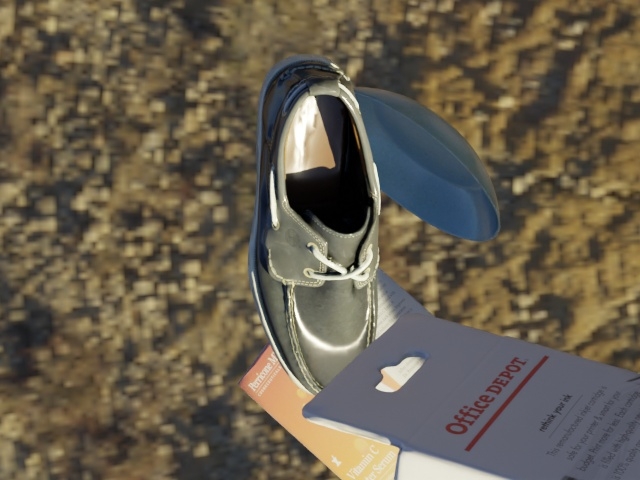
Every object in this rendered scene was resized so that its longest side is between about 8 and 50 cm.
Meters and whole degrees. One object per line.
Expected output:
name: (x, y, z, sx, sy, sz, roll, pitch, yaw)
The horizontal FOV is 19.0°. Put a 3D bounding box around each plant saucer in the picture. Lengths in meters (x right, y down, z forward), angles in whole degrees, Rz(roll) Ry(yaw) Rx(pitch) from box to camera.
plant saucer: (0.085, -0.076, 1.653, 0.195, 0.195, 0.037, 28, 70, 32)

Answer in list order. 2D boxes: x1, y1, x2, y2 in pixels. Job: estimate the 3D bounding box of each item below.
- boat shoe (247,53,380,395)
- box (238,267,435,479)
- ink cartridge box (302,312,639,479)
boat shoe: (0.000, 0.000, 1.244, 0.079, 0.084, 0.233, -138, 42, -66)
box: (0.042, 0.118, 1.573, 0.170, 0.091, 0.130, 41, 132, 6)
ink cartridge box: (0.090, 0.089, 0.651, 0.180, 0.104, 0.060, 15, 114, 21)
